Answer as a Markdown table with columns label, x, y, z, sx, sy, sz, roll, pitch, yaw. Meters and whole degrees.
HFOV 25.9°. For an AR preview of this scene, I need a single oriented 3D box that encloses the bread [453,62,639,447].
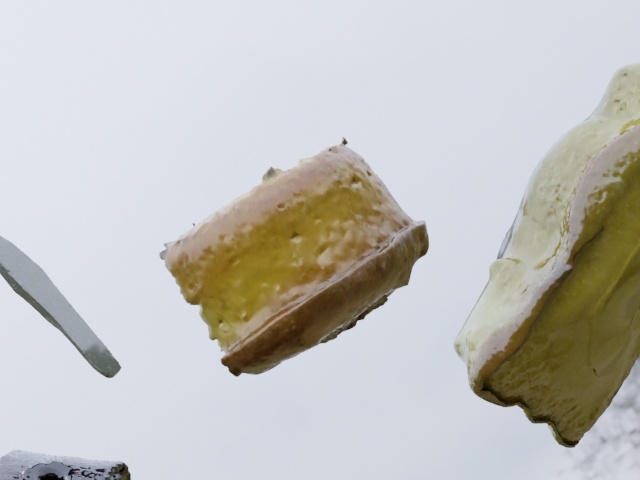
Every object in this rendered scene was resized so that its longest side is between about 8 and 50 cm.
| label | x | y | z | sx | sy | sz | roll | pitch | yaw |
| --- | --- | --- | --- | --- | --- | --- | --- | --- | --- |
| bread | 0.168 | 0.001 | 0.803 | 0.233 | 0.088 | 0.161 | -50 | -30 | 1 |

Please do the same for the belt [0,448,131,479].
| label | x | y | z | sx | sy | sz | roll | pitch | yaw |
| --- | --- | --- | --- | --- | --- | --- | --- | --- | --- |
| belt | -0.254 | 0.319 | 1.273 | 0.289 | 0.164 | 0.184 | -71 | -15 | -53 |

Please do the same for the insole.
| label | x | y | z | sx | sy | sz | roll | pitch | yaw |
| --- | --- | --- | --- | --- | --- | --- | --- | --- | --- |
| insole | -0.270 | 0.065 | 1.398 | 0.010 | 0.192 | 0.063 | -44 | -5 | 18 |

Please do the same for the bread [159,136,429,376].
| label | x | y | z | sx | sy | sz | roll | pitch | yaw |
| --- | --- | --- | --- | --- | --- | --- | --- | --- | --- |
| bread | 0.000 | 0.000 | 1.513 | 0.179 | 0.194 | 0.340 | -39 | -6 | 33 |
